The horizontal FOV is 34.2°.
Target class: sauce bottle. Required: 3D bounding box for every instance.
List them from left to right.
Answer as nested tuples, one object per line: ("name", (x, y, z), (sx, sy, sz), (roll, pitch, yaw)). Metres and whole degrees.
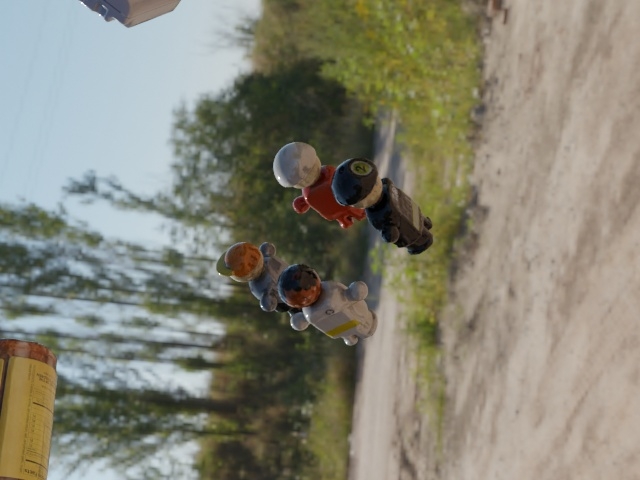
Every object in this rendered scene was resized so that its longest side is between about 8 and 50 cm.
("sauce bottle", (-0.143, 0.108, 0.463), (0.042, 0.042, 0.128), (99, 173, -61))

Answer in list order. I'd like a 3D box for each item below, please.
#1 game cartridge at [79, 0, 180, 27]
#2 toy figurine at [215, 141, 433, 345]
("game cartridge", (-0.319, -0.389, 1.334), (0.060, 0.294, 0.196), (-52, 0, 23))
("toy figurine", (0.000, 0.000, 1.227), (0.209, 0.148, 0.213), (-57, 36, -5))
